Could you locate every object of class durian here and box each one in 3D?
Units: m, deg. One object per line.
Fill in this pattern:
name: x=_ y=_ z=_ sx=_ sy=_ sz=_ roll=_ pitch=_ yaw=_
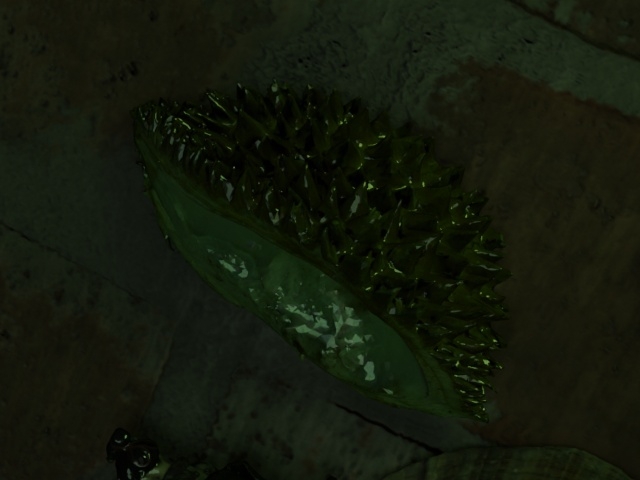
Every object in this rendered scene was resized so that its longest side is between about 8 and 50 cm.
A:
durian: x=0.006 y=-0.008 z=0.928 sx=0.394 sy=0.163 sz=0.198 roll=32 pitch=145 yaw=7

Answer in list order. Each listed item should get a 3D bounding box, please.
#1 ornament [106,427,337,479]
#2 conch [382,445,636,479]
ornament: x=-0.115 y=0.245 z=0.978 sx=0.196 sy=0.166 sz=0.153 roll=31 pitch=114 yaw=17
conch: x=0.180 y=0.325 z=0.905 sx=0.352 sy=0.210 sz=0.297 roll=35 pitch=92 yaw=0
